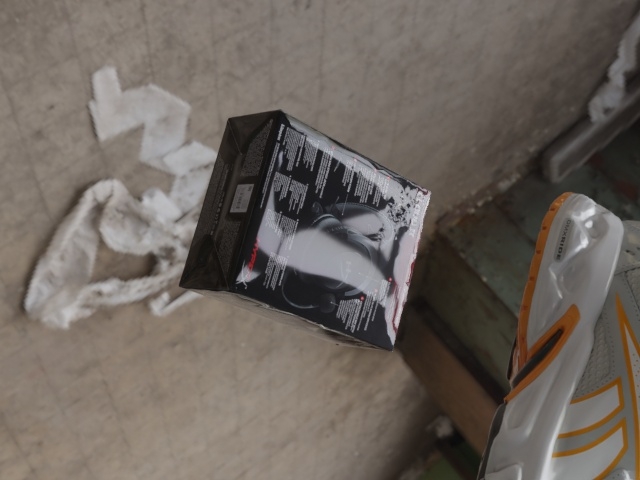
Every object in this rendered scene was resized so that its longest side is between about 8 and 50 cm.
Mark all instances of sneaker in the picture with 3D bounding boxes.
[{"bbox_3d":[0.125,0.094,0.391,0.099,0.121,0.262,83,24,-55],"label":"sneaker"}]

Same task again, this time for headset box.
[{"bbox_3d":[0.000,0.000,0.347,0.083,0.032,0.062,24,75,-39],"label":"headset box"}]
